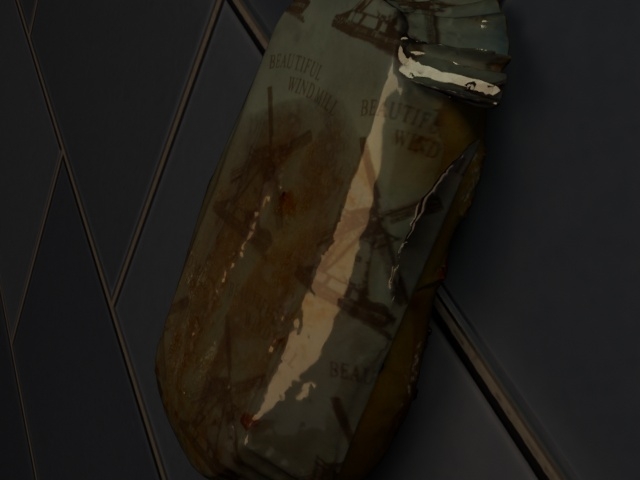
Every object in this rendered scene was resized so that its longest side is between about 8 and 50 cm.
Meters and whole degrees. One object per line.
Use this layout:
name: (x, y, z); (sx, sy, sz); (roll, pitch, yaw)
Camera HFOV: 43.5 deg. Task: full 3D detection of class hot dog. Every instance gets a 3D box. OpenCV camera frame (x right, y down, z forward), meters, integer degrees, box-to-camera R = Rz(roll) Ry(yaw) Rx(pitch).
hot dog: (0.000, 0.000, 0.390); (0.162, 0.082, 0.270); (33, 108, 43)
